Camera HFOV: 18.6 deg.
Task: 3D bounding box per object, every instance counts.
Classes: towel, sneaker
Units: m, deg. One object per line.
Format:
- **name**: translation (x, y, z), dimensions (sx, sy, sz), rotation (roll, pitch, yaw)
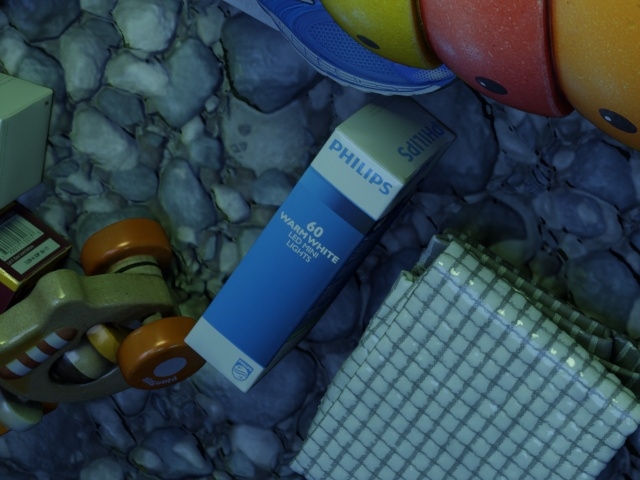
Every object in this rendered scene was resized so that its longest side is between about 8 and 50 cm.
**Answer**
- **towel**: translation (0.135, 0.148, 1.701), dimensions (0.235, 0.121, 0.284), rotation (37, 122, 9)
- **sneaker**: translation (-0.014, -0.230, 1.575), dimensions (0.330, 0.147, 0.130), rotation (32, 84, 9)

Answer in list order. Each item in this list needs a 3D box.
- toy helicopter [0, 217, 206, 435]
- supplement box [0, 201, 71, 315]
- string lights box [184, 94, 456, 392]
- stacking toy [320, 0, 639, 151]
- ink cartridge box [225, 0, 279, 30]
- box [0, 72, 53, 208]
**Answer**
- **toy helicopter**: translation (-0.291, 0.105, 1.765), dimensions (0.235, 0.355, 0.140), rotation (-51, 52, 43)
- **supplement box**: translation (-0.329, 0.067, 1.884), dimensions (0.081, 0.104, 0.188), rotation (36, 121, 7)
- **string lights box**: translation (0.000, 0.000, 1.690), dimensions (0.077, 0.133, 0.260), rotation (40, 120, 6)
- **stacking toy**: translation (0.110, -0.224, 1.412), dimensions (0.480, 0.350, 0.351), rotation (6, 113, 20)
- **ink cartridge box**: translation (-0.036, -0.218, 1.679), dimensions (0.115, 0.029, 0.063), rotation (30, 119, 10)
- **box**: translation (-0.312, -0.094, 1.812), dimensions (0.087, 0.102, 0.101), rotation (19, 116, 15)
